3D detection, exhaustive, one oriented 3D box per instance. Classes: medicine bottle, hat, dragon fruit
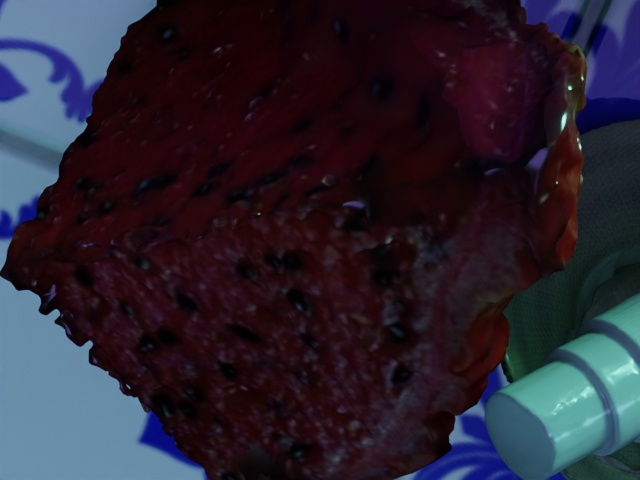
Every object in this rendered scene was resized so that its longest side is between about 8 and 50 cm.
[{"bbox_3d":[0.231,0.025,0.880,0.352,0.110,0.110,-25,106,-28],"label":"medicine bottle"},{"bbox_3d":[0.187,0.064,0.974,0.252,0.110,0.252,8,65,-18],"label":"hat"},{"bbox_3d":[0.000,0.000,0.827,0.240,0.330,0.302,-23,98,-36],"label":"dragon fruit"}]
